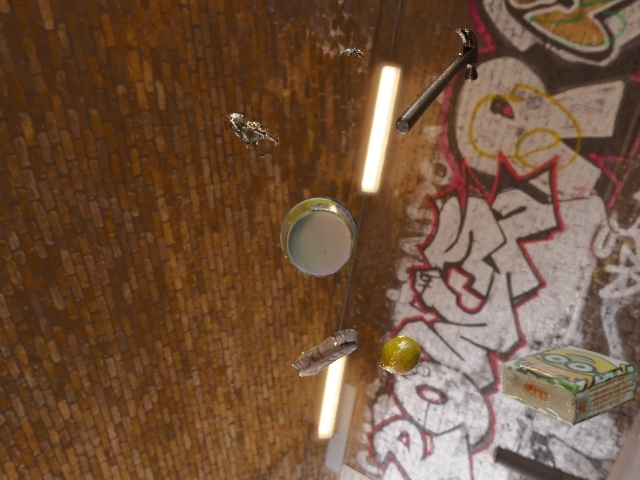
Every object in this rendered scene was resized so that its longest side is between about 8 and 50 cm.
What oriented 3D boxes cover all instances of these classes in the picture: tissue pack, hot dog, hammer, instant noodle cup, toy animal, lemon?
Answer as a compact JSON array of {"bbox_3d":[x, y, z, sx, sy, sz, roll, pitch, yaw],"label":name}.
[{"bbox_3d":[0.716,0.405,1.357,0.311,0.228,0.127,-4,-84,-31],"label":"tissue pack"},{"bbox_3d":[0.020,0.367,1.548,0.253,0.069,0.131,-36,-35,19],"label":"hot dog"},{"bbox_3d":[0.326,-0.420,1.275,0.440,0.044,0.168,-50,-42,-30],"label":"hammer"},{"bbox_3d":[0.000,0.000,1.139,0.153,0.205,0.204,-106,30,-81],"label":"instant noodle cup"},{"bbox_3d":[-0.156,-0.230,1.011,0.056,0.099,0.241,-54,-8,11],"label":"toy animal"},{"bbox_3d":[0.236,0.340,1.389,0.133,0.109,0.109,-27,-35,-1],"label":"lemon"}]

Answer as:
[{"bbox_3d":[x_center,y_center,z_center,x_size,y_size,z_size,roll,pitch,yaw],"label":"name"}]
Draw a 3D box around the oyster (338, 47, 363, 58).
[{"bbox_3d":[0.086,-0.506,1.262,0.083,0.054,0.019,-20,-45,-47],"label":"oyster"}]
